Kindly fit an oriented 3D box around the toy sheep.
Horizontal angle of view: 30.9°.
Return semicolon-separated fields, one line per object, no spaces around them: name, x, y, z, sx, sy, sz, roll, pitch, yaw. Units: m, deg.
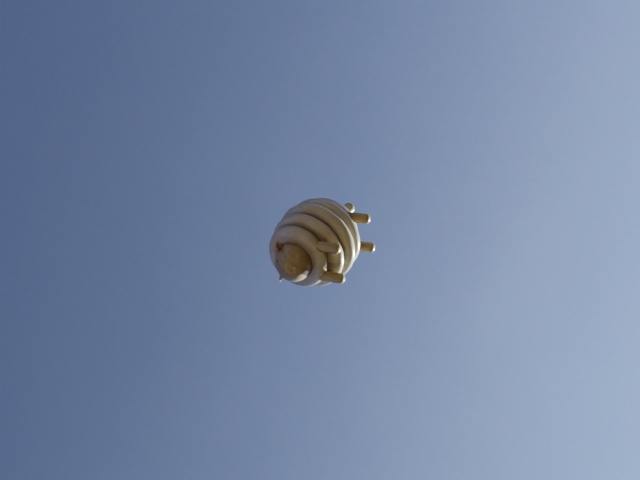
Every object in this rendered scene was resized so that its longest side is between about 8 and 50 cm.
toy sheep;0.000;0.000;1.119;0.132;0.091;0.091;-39;-78;-48
